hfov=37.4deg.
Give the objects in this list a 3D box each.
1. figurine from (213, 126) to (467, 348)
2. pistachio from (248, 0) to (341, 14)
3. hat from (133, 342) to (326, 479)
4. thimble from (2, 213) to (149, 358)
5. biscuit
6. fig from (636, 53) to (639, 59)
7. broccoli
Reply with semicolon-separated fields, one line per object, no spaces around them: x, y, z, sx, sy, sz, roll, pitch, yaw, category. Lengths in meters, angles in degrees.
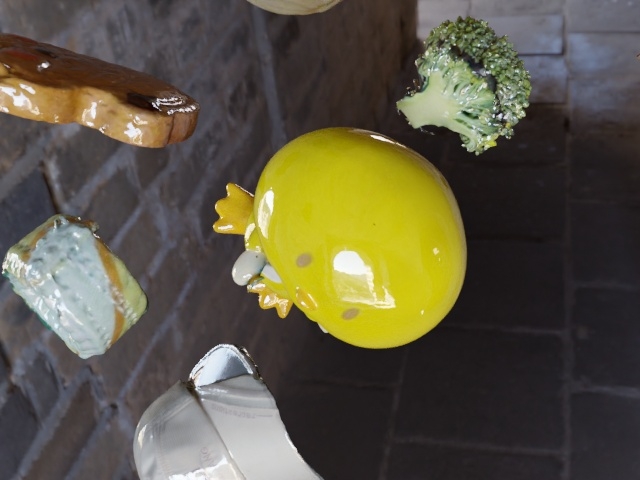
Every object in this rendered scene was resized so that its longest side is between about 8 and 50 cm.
0.000;0.000;0.936;0.187;0.215;0.343;-50;19;-18;figurine
-0.053;-0.430;1.348;0.288;0.197;0.166;31;31;21;pistachio
-0.113;0.262;1.138;0.275;0.232;0.161;-18;19;42;hat
-0.452;0.078;1.739;0.254;0.288;0.167;40;68;15;thimble
-0.391;-0.230;1.306;0.455;0.078;0.350;12;12;-18;biscuit
0.608;-0.334;1.564;0.119;0.153;0.119;3;58;-6;fig
0.281;-0.299;1.761;0.180;0.242;0.273;-40;12;-24;broccoli
